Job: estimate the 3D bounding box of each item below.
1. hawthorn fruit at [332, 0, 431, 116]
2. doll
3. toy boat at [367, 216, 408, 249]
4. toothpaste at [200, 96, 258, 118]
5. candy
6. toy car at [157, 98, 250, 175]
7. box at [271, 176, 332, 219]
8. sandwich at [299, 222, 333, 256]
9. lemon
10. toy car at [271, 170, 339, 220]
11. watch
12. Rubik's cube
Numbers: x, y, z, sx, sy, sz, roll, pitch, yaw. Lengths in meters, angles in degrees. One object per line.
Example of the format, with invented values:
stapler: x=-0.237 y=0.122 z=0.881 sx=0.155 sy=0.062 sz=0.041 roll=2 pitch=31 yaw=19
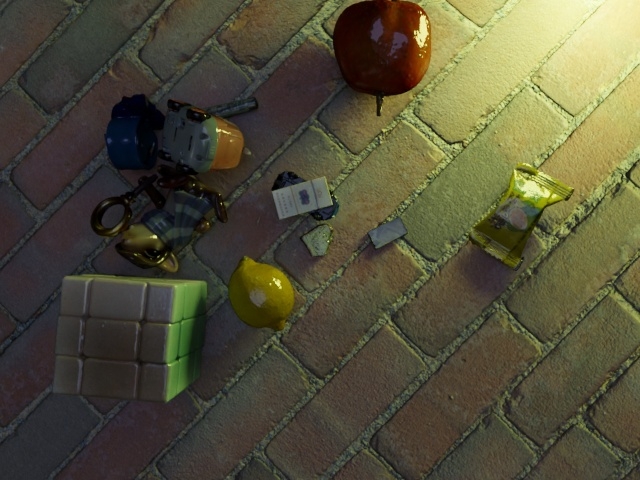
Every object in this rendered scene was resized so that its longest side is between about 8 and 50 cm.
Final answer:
hawthorn fruit: x=0.177 y=-0.529 z=1.514 sx=0.287 sy=0.287 sz=0.330 roll=1 pitch=94 yaw=4
doll: x=-0.475 y=-0.070 z=1.557 sx=0.318 sy=0.209 sz=0.340 roll=40 pitch=92 yaw=8
toy boat: x=0.206 y=-0.023 z=1.604 sx=0.115 sy=0.016 sz=0.063 roll=-25 pitch=85 yaw=1
toothpaste: x=-0.317 y=-0.408 z=1.649 sx=0.239 sy=0.039 sz=0.062 roll=-13 pitch=82 yaw=5
candy: x=0.593 y=-0.077 z=1.548 sx=0.187 sy=0.081 sz=0.297 roll=33 pitch=90 yaw=7
toy car: x=-0.344 y=-0.300 z=1.550 sx=0.270 sy=0.212 sz=0.181 roll=32 pitch=113 yaw=42
box: x=-0.055 y=-0.126 z=1.560 sx=0.166 sy=0.024 sz=0.090 roll=-16 pitch=91 yaw=1
sandwich: x=0.000 y=0.000 z=1.607 sx=0.105 sy=0.036 sz=0.093 roll=-36 pitch=84 yaw=0
lemon: x=-0.176 y=0.160 z=1.538 sx=0.187 sy=0.187 sz=0.244 roll=-34 pitch=83 yaw=1
toy car: x=-0.045 y=-0.135 z=1.604 sx=0.216 sy=0.063 sz=0.103 roll=26 pitch=90 yaw=-1
watch: x=-0.568 y=-0.317 z=1.588 sx=0.171 sy=0.196 sz=0.200 roll=0 pitch=80 yaw=13
Rubik's cube: x=-0.524 y=0.262 z=1.486 sx=0.318 sy=0.322 sz=0.316 roll=5 pitch=89 yaw=3
